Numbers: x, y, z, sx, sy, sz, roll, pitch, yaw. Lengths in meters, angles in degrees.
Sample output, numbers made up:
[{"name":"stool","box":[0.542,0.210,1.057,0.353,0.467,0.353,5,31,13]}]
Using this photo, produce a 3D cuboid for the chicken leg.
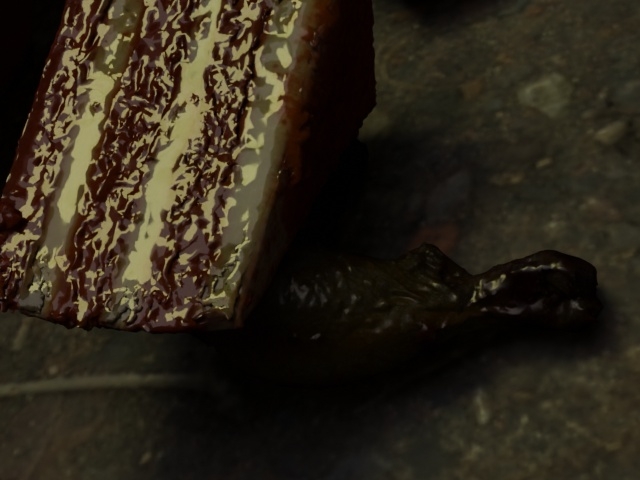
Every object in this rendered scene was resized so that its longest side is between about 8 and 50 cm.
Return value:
[{"name":"chicken leg","box":[-0.008,0.007,0.809,0.177,0.083,0.322,-32,41,-26]}]

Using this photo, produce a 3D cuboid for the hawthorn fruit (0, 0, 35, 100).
[{"name":"hawthorn fruit","box":[-0.418,-0.241,0.967,0.472,0.471,0.471,-14,49,16]}]

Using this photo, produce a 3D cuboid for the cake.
[{"name":"cake","box":[-0.067,-0.083,0.747,0.158,0.159,0.262,7,33,12]}]
